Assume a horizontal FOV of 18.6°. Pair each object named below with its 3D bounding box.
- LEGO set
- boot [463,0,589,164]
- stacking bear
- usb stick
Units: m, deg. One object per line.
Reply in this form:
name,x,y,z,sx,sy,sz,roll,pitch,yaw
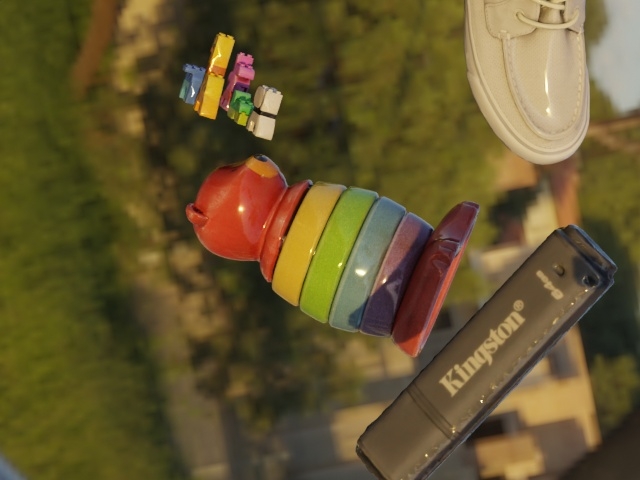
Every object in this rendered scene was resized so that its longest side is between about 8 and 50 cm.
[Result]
LEGO set,-0.105,-0.189,2.254,0.227,0.087,0.093,-137,-117,-70
boot,0.157,-0.191,1.458,0.123,0.095,0.258,140,-63,-76
stacking bear,0.000,0.000,2.102,0.175,0.289,0.164,-56,166,-62
usb stick,0.140,0.104,1.675,0.045,0.278,0.077,30,16,-50
